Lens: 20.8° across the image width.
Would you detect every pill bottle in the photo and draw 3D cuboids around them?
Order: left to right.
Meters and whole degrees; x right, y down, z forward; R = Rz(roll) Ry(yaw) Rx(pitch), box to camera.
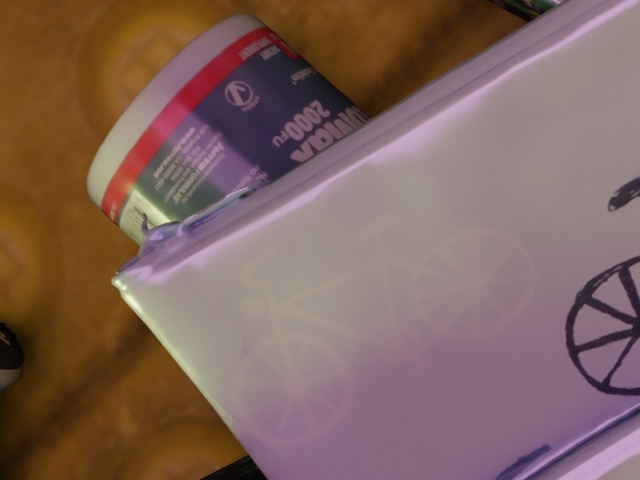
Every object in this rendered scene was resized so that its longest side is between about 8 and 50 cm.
[{"bbox_3d":[0.000,0.000,0.737,0.180,0.108,0.108,42,99,5],"label":"pill bottle"}]

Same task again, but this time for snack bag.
[{"bbox_3d":[0.142,0.060,0.668,0.323,0.037,0.342,-31,107,11],"label":"snack bag"}]

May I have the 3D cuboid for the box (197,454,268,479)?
[{"bbox_3d":[-0.069,0.165,0.731,0.156,0.158,0.093,-28,88,10],"label":"box"}]

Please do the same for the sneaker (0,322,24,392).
[{"bbox_3d":[-0.373,0.117,0.781,0.447,0.169,0.257,12,93,7],"label":"sneaker"}]

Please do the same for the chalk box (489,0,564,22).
[{"bbox_3d":[0.098,-0.156,0.700,0.213,0.132,0.132,28,97,7],"label":"chalk box"}]
